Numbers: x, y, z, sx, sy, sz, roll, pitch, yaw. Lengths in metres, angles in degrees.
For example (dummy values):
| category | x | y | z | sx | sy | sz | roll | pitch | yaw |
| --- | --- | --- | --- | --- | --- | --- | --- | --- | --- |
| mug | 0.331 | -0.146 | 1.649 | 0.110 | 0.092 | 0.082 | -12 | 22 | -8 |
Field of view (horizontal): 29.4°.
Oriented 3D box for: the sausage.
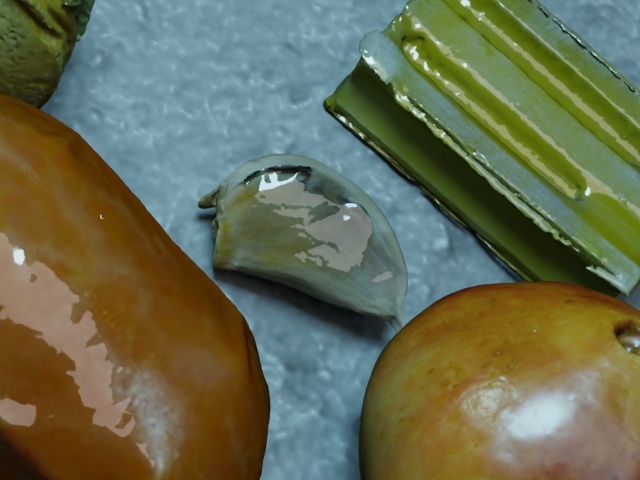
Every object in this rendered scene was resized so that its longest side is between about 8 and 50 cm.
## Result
| category | x | y | z | sx | sy | sz | roll | pitch | yaw |
| --- | --- | --- | --- | --- | --- | --- | --- | --- | --- |
| sausage | -0.138 | 0.047 | 0.600 | 0.268 | 0.153 | 0.141 | 52 | 49 | -8 |

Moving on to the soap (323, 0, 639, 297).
| category | x | y | z | sx | sy | sz | roll | pitch | yaw |
| --- | --- | --- | --- | --- | --- | --- | --- | --- | --- |
| soap | 0.131 | -0.071 | 0.797 | 0.233 | 0.076 | 0.135 | 42 | 63 | -3 |

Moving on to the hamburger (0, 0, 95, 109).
| category | x | y | z | sx | sy | sz | roll | pitch | yaw |
| --- | --- | --- | --- | --- | --- | --- | --- | --- | --- |
| hamburger | -0.222 | -0.146 | 0.626 | 0.215 | 0.189 | 0.122 | 15 | 57 | -17 |

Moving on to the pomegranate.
| category | x | y | z | sx | sy | sz | roll | pitch | yaw |
| --- | --- | --- | --- | --- | --- | --- | --- | --- | --- |
| pomegranate | 0.115 | 0.119 | 0.659 | 0.209 | 0.209 | 0.209 | 7 | 70 | -19 |

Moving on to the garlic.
| category | x | y | z | sx | sy | sz | roll | pitch | yaw |
| --- | --- | --- | --- | --- | --- | --- | --- | --- | --- |
| garlic | -0.001 | -0.002 | 0.734 | 0.152 | 0.066 | 0.084 | 21 | 93 | -10 |
